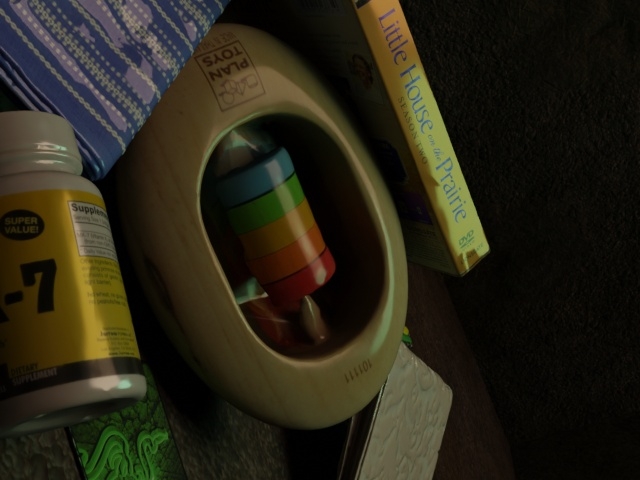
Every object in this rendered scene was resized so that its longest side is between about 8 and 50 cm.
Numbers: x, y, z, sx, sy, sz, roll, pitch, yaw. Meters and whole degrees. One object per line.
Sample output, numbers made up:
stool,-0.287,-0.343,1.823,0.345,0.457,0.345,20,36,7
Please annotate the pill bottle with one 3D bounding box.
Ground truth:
pill bottle,-0.202,0.024,0.695,0.119,0.119,0.208,29,43,-72

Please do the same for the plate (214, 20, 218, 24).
plate,-0.134,-0.205,1.283,0.277,0.045,0.278,59,-8,19

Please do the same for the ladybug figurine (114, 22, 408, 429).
ladybug figurine,-0.072,-0.014,1.052,0.162,0.305,0.449,-1,-67,56

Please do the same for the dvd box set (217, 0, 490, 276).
dvd box set,0.013,-0.168,1.149,0.307,0.062,0.420,17,-42,53

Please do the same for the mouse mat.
mouse mat,-0.165,0.192,0.876,0.189,0.007,0.153,-16,87,-77

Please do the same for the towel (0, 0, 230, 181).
towel,-0.192,-0.239,0.849,0.243,0.040,0.336,51,44,-27

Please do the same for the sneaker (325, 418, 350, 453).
sneaker,0.008,0.228,1.471,0.069,0.082,0.209,-10,61,-44

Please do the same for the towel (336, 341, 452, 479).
towel,0.093,0.316,1.389,0.332,0.053,0.317,45,59,-62

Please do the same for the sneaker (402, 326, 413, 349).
sneaker,0.074,0.146,1.747,0.146,0.134,0.343,64,4,-1
